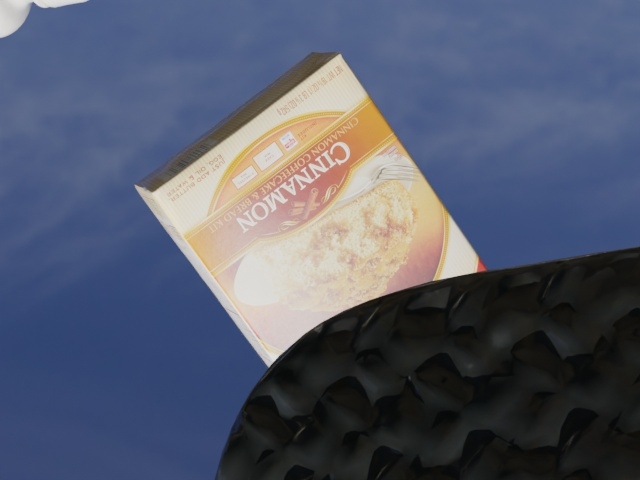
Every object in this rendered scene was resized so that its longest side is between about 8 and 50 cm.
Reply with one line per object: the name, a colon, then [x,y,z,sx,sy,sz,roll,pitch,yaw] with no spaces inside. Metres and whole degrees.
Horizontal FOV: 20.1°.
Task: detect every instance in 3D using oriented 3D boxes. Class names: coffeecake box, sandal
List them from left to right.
coffeecake box: [0.000,0.000,1.109,0.142,0.185,0.068,-38,-166,-8]
sandal: [0.180,0.056,0.315,0.445,0.168,0.107,-3,164,36]

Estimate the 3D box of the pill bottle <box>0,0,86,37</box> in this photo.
pill bottle: [-0.207,-0.147,0.942,0.169,0.094,0.094,-7,-149,12]
